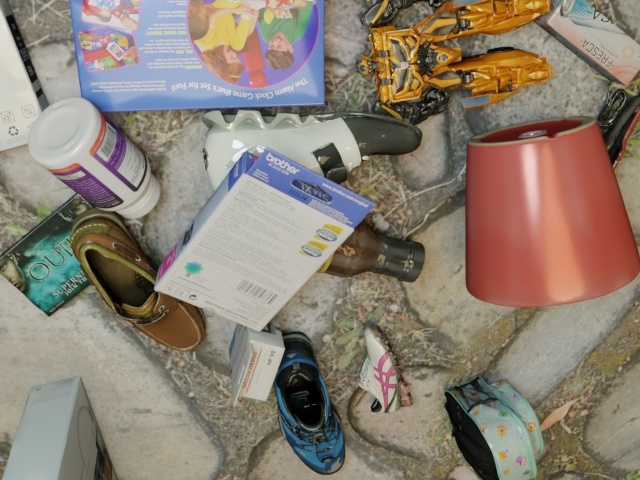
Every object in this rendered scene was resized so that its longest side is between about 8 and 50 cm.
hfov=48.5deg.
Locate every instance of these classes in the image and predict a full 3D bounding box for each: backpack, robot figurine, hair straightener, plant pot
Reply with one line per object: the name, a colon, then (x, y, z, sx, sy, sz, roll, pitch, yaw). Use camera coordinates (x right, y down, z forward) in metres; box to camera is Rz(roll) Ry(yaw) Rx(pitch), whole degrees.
backpack: (0.326, 0.359, 1.306, 0.144, 0.188, 0.166, -16, 113, -3)
robot figurine: (0.199, -0.288, 1.077, 0.291, 0.085, 0.211, -12, 113, -5)
hair straightener: (0.484, -0.189, 1.187, 0.089, 0.047, 0.230, 23, 106, -18)
plant pot: (0.346, -0.056, 1.115, 0.275, 0.275, 0.243, -13, 104, -4)

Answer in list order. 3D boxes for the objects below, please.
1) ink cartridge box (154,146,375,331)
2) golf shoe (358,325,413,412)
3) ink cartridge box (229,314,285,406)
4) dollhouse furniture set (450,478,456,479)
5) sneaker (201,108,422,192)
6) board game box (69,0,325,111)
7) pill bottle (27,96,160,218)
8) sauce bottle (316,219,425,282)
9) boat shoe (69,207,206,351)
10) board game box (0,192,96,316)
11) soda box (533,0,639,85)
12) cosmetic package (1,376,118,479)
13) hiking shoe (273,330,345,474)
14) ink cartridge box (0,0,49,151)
ink cartridge box: (-0.086, -0.003, 1.027, 0.185, 0.065, 0.311, 26, 128, -24)
golf shoe: (0.105, 0.240, 1.286, 0.086, 0.067, 0.186, -20, 114, 0)
ink cartridge box: (-0.106, 0.188, 1.167, 0.060, 0.180, 0.104, 14, 109, -15)
dollhouse furniture set: (0.357, 0.679, 1.330, 0.256, 0.394, 0.362, 29, 105, -19)
sneaker: (-0.009, -0.116, 1.069, 0.330, 0.122, 0.146, -2, 84, -5)
board game box: (-0.169, -0.308, 1.009, 0.347, 0.078, 0.233, -3, 113, -8)
pill bottle: (-0.311, -0.108, 1.014, 0.108, 0.108, 0.193, -31, 149, 4)
sauce bottle: (0.000, 0.000, 1.146, 0.344, 0.111, 0.111, 16, 108, -15)
boat shoe: (-0.285, 0.091, 1.119, 0.110, 0.104, 0.307, -34, 124, 5)
board game box: (-0.407, 0.022, 1.131, 0.186, 0.026, 0.126, -38, 114, 7)
soda box: (0.426, -0.320, 1.118, 0.183, 0.058, 0.063, 29, 105, -20)
cosmetic package: (-0.400, 0.463, 1.173, 0.097, 0.284, 0.377, -12, 114, -4)
hiking shoe: (-0.026, 0.316, 1.259, 0.113, 0.132, 0.304, -20, 114, -1)
ink cartridge box: (-0.502, -0.281, 0.972, 0.165, 0.065, 0.333, -15, 115, -3)
